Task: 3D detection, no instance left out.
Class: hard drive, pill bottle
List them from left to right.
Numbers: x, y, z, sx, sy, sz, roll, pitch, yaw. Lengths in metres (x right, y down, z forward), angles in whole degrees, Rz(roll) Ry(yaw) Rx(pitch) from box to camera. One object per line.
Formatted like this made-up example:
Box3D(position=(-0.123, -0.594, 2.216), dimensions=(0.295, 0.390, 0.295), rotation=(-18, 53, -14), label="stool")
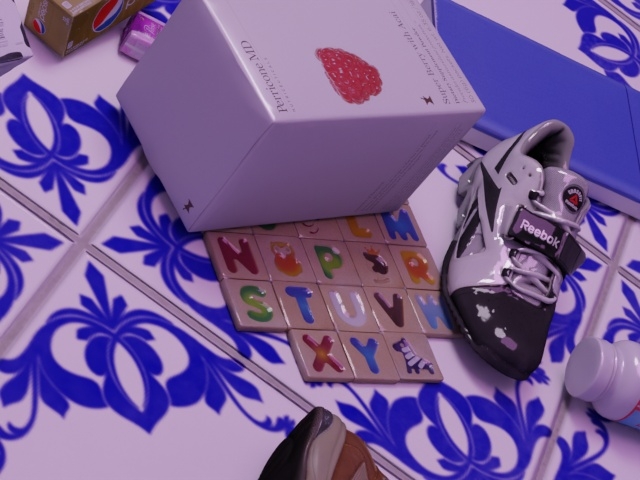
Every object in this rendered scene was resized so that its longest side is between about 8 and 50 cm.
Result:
Box3D(position=(0.262, -0.161, 2.256), dimensions=(0.318, 0.040, 0.210), rotation=(22, 42, -21), label="hard drive")
Box3D(position=(0.340, 0.156, 1.977), dimensions=(0.160, 0.087, 0.087), rotation=(20, 42, -23), label="pill bottle")

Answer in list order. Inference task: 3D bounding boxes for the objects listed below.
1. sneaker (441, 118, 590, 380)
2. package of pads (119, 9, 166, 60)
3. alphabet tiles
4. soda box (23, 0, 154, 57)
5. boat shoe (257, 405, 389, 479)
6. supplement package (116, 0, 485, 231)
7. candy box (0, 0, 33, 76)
Box3D(position=(0.216, -0.006, 1.984), dimensions=(0.122, 0.146, 0.330), rotation=(30, 41, -24), label="sneaker")
Box3D(position=(-0.165, -0.201, 1.954), dimensions=(0.083, 0.032, 0.050), rotation=(26, 38, -17), label="package of pads")
Box3D(position=(0.000, 0.000, 1.911), dimensions=(0.285, 0.011, 0.342), rotation=(4, 50, -36), label="alphabet tiles")
Box3D(position=(-0.215, -0.260, 1.912), dimensions=(0.058, 0.061, 0.181), rotation=(39, 50, 13), label="soda box")
Box3D(position=(-0.008, 0.273, 1.555), dimensions=(0.120, 0.122, 0.324), rotation=(37, 39, -10), label="boat shoe")
Box3D(position=(-0.019, -0.136, 1.876), dimensions=(0.293, 0.175, 0.177), rotation=(-7, 59, -43), label="supplement package")
Box3D(position=(-0.349, -0.225, 1.663), dimensions=(0.070, 0.165, 0.196), rotation=(-19, 89, -38), label="candy box")
